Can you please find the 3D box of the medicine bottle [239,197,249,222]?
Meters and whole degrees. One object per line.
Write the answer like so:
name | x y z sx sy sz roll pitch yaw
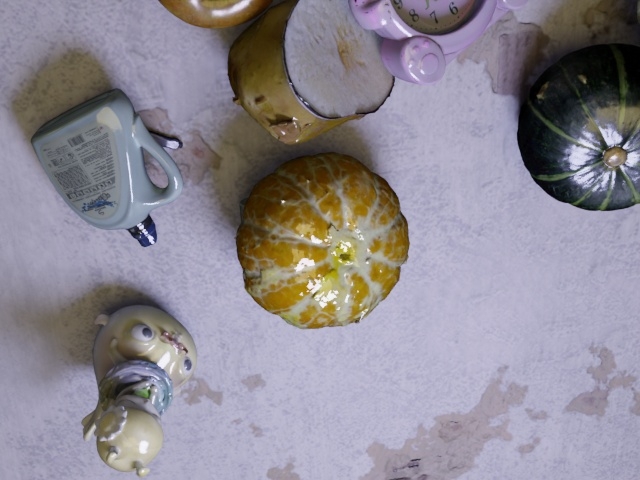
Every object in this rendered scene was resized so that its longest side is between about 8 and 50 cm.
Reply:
medicine bottle | -0.130 -0.037 1.709 0.047 0.047 0.083 -9 115 -7

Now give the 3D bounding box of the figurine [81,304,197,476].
figurine | -0.352 0.299 1.624 0.226 0.394 0.274 37 105 -23

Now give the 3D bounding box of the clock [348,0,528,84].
clock | 0.175 -0.460 1.495 0.295 0.113 0.322 -42 117 -6

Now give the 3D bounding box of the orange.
orange | 0.000 0.000 1.627 0.329 0.249 0.329 -1 92 -26

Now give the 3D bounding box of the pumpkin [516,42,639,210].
pumpkin | 0.530 -0.208 1.650 0.323 0.241 0.323 0 118 0

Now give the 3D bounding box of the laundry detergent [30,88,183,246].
laundry detergent | -0.361 -0.113 1.585 0.215 0.105 0.280 -23 115 17

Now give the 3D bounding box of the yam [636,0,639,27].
yam | 0.701 -0.373 1.627 0.161 0.161 0.268 -47 132 10

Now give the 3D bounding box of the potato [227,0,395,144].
potato | -0.029 -0.299 1.539 0.300 0.196 0.246 -22 100 -47

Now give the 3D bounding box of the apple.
apple | -0.178 -0.468 1.441 0.237 0.207 0.237 -6 134 -7

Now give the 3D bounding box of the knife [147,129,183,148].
knife | -0.311 -0.185 1.624 0.121 0.018 0.031 12 108 -16
